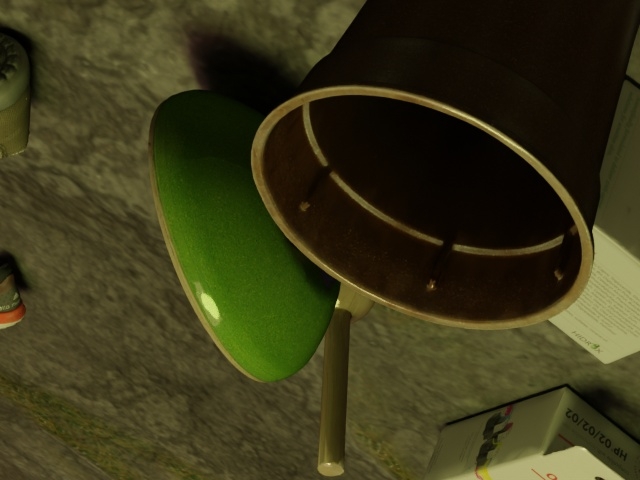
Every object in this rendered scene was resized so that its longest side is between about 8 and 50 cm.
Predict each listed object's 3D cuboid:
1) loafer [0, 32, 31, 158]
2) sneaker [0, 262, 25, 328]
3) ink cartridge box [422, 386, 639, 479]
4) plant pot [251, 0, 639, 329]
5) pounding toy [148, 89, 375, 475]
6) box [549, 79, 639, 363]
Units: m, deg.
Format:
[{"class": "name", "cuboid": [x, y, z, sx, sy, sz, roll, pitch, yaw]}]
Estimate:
[{"class": "loafer", "cuboid": [-0.302, -0.095, 1.070, 0.251, 0.094, 0.087, 11, 140, 23]}, {"class": "sneaker", "cuboid": [-0.309, 0.023, 1.297, 0.158, 0.061, 0.065, 12, 118, 20]}, {"class": "ink cartridge box", "cuboid": [0.169, 0.167, 1.137, 0.104, 0.061, 0.181, 38, 147, -18]}, {"class": "plant pot", "cuboid": [0.075, -0.071, 0.770, 0.167, 0.165, 0.167, 19, 146, 13]}, {"class": "pounding toy", "cuboid": [0.000, 0.000, 0.956, 0.110, 0.183, 0.237, -20, 131, 16]}, {"class": "box", "cuboid": [0.160, -0.008, 0.858, 0.102, 0.101, 0.087, 37, 146, -16]}]
